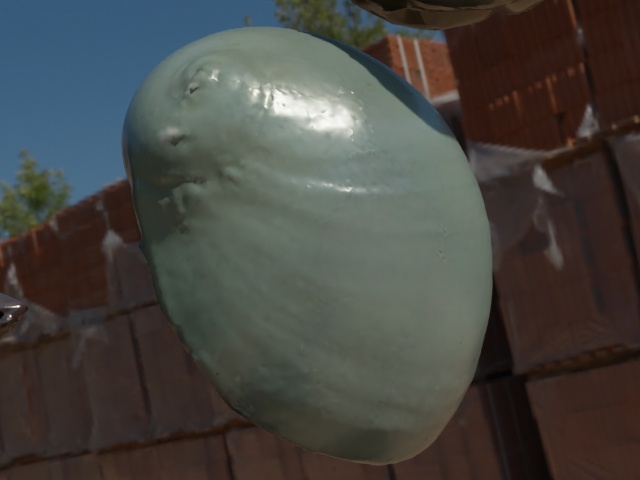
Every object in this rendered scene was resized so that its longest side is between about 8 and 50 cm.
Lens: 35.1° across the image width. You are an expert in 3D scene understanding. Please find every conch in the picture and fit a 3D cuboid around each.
[{"bbox_3d":[0.001,-0.003,0.473,0.185,0.221,0.121,-43,2,-30],"label":"conch"}]

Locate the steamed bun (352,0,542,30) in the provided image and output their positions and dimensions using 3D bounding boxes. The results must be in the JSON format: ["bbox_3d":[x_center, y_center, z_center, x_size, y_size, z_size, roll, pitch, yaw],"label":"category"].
[{"bbox_3d":[0.070,-0.290,0.542,0.219,0.310,0.324,-20,-42,-46],"label":"steamed bun"}]

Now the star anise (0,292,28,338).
[{"bbox_3d":[-0.331,0.060,0.649,0.331,0.332,0.117,-14,-8,20],"label":"star anise"}]
